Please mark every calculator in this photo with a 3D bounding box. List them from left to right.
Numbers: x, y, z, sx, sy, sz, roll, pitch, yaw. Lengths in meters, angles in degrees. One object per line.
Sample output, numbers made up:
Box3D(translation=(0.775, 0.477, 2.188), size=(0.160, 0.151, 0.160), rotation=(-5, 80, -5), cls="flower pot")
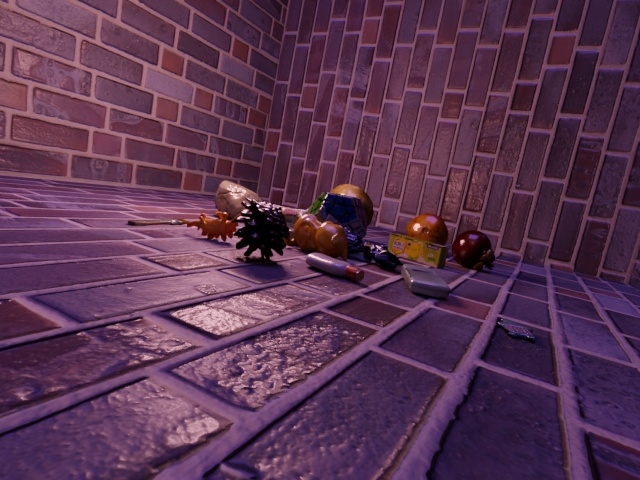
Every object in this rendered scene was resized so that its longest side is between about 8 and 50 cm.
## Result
Box3D(translation=(0.534, 0.241, 1.131), size=(0.094, 0.019, 0.141), rotation=(10, 8, 10), cls="calculator")

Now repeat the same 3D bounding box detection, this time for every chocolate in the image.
Box3D(translation=(0.216, 0.045, 1.793), size=(0.343, 0.126, 0.148), rotation=(20, -30, 33), cls="chocolate")

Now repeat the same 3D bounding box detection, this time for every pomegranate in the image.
Box3D(translation=(0.143, -0.169, 2.425), size=(0.332, 0.333, 0.332), rotation=(11, 8, -1), cls="pomegranate")
Box3D(translation=(0.655, -0.039, 2.560), size=(0.264, 0.264, 0.264), rotation=(11, 8, -1), cls="pomegranate")

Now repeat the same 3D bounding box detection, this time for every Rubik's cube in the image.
Box3D(translation=(0.078, -0.094, 2.028), size=(0.318, 0.319, 0.264), rotation=(11, -19, 1), cls="Rubik's cube")

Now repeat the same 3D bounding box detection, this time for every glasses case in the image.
Box3D(translation=(-0.142, -0.038, 2.024), size=(0.131, 0.074, 0.323), rotation=(10, 7, -19), cls="glasses case")

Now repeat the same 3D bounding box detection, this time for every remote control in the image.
Box3D(translation=(0.372, 0.143, 1.483), size=(0.140, 0.056, 0.296), rotation=(10, 9, 3), cls="remote control")

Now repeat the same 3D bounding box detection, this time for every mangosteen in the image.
Box3D(translation=(0.839, 0.064, 2.236), size=(0.215, 0.215, 0.257), rotation=(5, 28, -35), cls="mangosteen")

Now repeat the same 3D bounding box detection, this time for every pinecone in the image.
Box3D(translation=(-0.206, -0.032, 1.424), size=(0.202, 0.201, 0.229), rotation=(12, 10, -23), cls="pinecone")

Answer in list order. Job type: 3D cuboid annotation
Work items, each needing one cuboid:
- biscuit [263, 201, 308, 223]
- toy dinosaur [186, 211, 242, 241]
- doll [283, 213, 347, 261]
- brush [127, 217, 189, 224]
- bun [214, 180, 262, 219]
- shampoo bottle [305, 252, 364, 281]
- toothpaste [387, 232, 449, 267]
Box3D(translation=(-0.216, -0.120, 2.201), size=(0.309, 0.186, 0.079), rotation=(7, 45, -41), cls="biscuit")
Box3D(translation=(-0.395, -0.053, 1.639), size=(0.288, 0.117, 0.070), rotation=(-4, 18, 11), cls="toy dinosaur")
Box3D(translation=(0.000, -0.017, 1.761), size=(0.269, 0.162, 0.166), rotation=(10, -21, 41), cls="doll")
Box3D(translation=(-0.690, -0.082, 1.772), size=(0.085, 0.020, 0.336), rotation=(13, 8, 16), cls="brush")
Box3D(translation=(-0.492, -0.219, 2.406), size=(0.281, 0.205, 0.281), rotation=(24, 3, -1), cls="bun")
Box3D(translation=(0.054, 0.091, 1.433), size=(0.220, 0.051, 0.108), rotation=(17, 7, 42), cls="shampoo bottle")
Box3D(translation=(0.498, 0.049, 2.147), size=(0.077, 0.110, 0.327), rotation=(1, 12, -45), cls="toothpaste")
